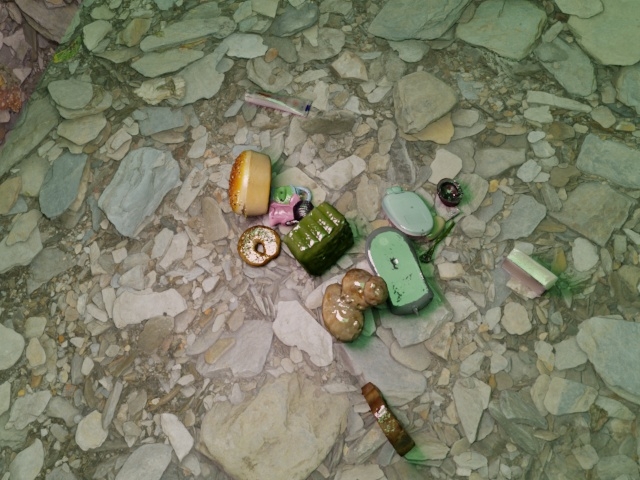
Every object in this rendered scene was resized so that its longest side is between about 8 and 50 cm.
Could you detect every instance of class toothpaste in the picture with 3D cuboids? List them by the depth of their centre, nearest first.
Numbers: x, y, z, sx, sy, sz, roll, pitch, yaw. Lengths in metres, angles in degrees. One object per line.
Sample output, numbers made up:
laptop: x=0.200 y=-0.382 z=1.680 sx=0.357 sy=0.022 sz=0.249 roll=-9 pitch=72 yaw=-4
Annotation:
toothpaste: x=-0.206 y=-0.671 z=2.202 sx=0.322 sy=0.066 sz=0.100 roll=15 pitch=68 yaw=10

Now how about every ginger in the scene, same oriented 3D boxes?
ginger: x=0.126 y=0.219 z=1.708 sx=0.304 sy=0.155 sz=0.245 roll=-54 pitch=35 yaw=26

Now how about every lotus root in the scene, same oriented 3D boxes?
lotus root: x=0.227 y=0.616 z=1.582 sx=0.074 sy=0.170 sz=0.261 roll=-34 pitch=72 yaw=0

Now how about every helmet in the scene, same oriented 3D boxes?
helmet: x=0.531 y=-0.190 z=1.879 sx=0.098 sy=0.070 sz=0.123 roll=-20 pitch=60 yaw=-4

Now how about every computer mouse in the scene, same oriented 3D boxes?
computer mouse: x=0.300 y=0.124 z=1.774 sx=0.188 sy=0.122 sz=0.371 roll=-23 pitch=71 yaw=1

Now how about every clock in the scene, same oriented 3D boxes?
clock: x=-0.123 y=-0.149 z=1.968 sx=0.195 sy=0.100 sz=0.194 roll=1 pitch=69 yaw=2

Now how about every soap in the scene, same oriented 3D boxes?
soap: x=0.770 y=0.117 z=1.691 sx=0.183 sy=0.121 sz=0.064 roll=42 pitch=82 yaw=20

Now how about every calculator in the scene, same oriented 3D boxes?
calculator: x=0.351 y=-0.128 z=1.857 sx=0.183 sy=0.042 sz=0.295 roll=-10 pitch=48 yaw=-18

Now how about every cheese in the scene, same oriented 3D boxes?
cheese: x=0.486 y=-0.076 z=1.857 sx=0.192 sy=0.037 sz=0.097 roll=-31 pitch=56 yaw=-6

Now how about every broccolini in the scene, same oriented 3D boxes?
broccolini: x=0.471 y=0.003 z=1.839 sx=0.044 sy=0.042 sz=0.218 roll=40 pitch=75 yaw=-6

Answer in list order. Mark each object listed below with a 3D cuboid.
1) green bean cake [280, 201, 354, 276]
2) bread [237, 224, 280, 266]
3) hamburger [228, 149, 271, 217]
green bean cake: x=0.000 y=0.000 z=1.804 sx=0.247 sy=0.250 sz=0.156 roll=-41 pitch=67 yaw=-7
bread: x=-0.263 y=0.021 z=1.948 sx=0.193 sy=0.064 sz=0.194 roll=-2 pitch=75 yaw=6
hamburger: x=-0.300 y=-0.236 z=1.929 sx=0.175 sy=0.300 sz=0.301 roll=5 pitch=69 yaw=-10
